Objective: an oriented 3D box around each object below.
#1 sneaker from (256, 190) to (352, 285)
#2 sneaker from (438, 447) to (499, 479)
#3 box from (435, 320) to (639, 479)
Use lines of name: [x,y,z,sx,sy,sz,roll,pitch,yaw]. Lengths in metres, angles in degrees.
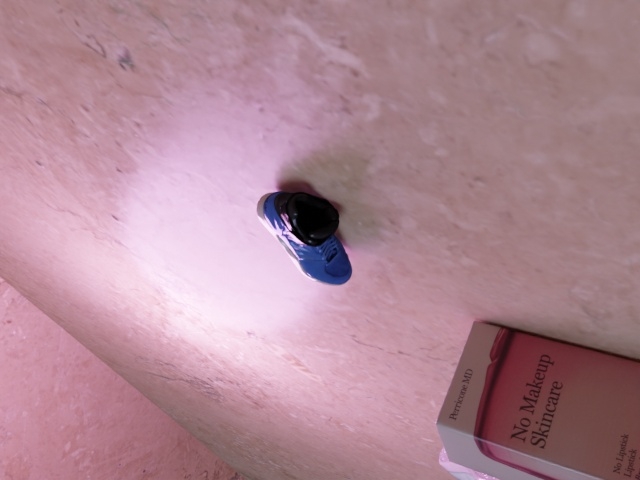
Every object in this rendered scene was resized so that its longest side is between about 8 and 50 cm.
sneaker: [-0.001,0.001,0.790,0.152,0.058,0.084,49,156,-24]
sneaker: [0.318,0.397,1.156,0.151,0.094,0.256,37,162,-5]
box: [0.274,0.210,0.808,0.232,0.149,0.127,12,149,27]
